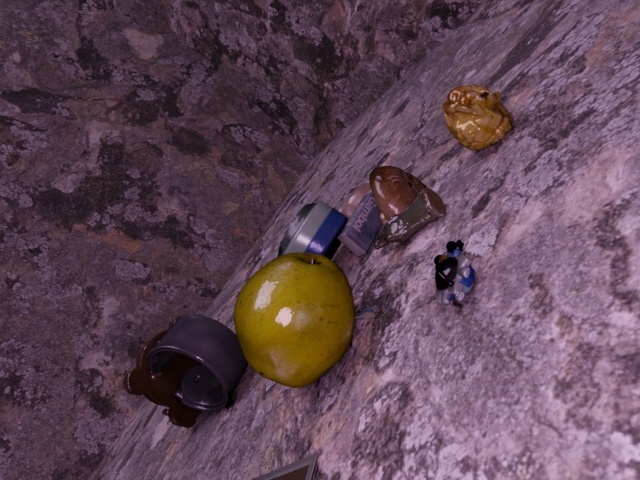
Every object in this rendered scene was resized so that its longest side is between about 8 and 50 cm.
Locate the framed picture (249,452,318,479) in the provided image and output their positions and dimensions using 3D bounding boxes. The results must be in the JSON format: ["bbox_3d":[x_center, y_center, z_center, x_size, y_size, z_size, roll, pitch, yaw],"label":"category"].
[{"bbox_3d":[-0.117,0.519,0.793,0.296,0.019,0.232,-40,16,37],"label":"framed picture"}]

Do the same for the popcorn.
[{"bbox_3d":[0.385,-0.308,1.128,0.170,0.180,0.180,95,-163,-47],"label":"popcorn"}]

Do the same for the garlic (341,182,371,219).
[{"bbox_3d":[0.162,-0.143,1.566,0.266,0.128,0.148,-44,22,-23],"label":"garlic"}]

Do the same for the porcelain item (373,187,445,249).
[{"bbox_3d":[0.212,-0.037,1.136,0.216,0.069,0.081,-42,49,36],"label":"porcelain item"}]

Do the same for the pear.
[{"bbox_3d":[-0.056,0.164,1.006,0.294,0.294,0.294,-46,14,15],"label":"pear"}]

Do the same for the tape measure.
[{"bbox_3d":[-0.028,0.010,1.421,0.259,0.138,0.262,-59,-9,-15],"label":"tape measure"}]

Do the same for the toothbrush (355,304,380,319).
[{"bbox_3d":[0.057,0.190,1.110,0.028,0.026,0.294,-37,5,-33],"label":"toothbrush"}]

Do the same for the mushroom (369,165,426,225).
[{"bbox_3d":[0.199,-0.145,1.291,0.156,0.151,0.285,-43,15,21],"label":"mushroom"}]

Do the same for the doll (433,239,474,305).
[{"bbox_3d":[0.235,0.058,0.809,0.096,0.070,0.195,-61,1,22],"label":"doll"}]

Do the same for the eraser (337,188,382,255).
[{"bbox_3d":[0.139,-0.061,1.377,0.046,0.092,0.212,-25,28,57],"label":"eraser"}]

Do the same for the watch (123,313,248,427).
[{"bbox_3d":[-0.385,0.409,1.441,0.327,0.335,0.314,-17,24,32],"label":"watch"}]
